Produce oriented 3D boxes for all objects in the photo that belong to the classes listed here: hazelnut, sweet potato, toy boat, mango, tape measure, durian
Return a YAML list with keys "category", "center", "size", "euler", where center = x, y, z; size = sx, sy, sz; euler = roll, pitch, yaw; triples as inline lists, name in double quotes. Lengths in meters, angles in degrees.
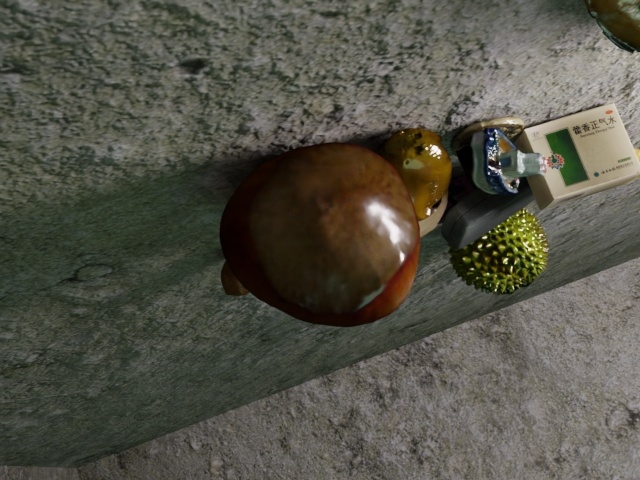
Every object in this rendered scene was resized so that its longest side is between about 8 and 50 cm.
- category: "hazelnut"
  center: [0.003, -0.003, 1.526]
  size: [0.365, 0.366, 0.366]
  euler: [-18, 162, -6]
- category: "sweet potato"
  center: [-0.112, 0.023, 1.854]
  size: [0.291, 0.097, 0.097]
  euler: [-36, 156, 27]
- category: "toy boat"
  center: [0.361, -0.156, 1.685]
  size: [0.115, 0.114, 0.262]
  euler: [-11, 162, 36]
- category: "mango"
  center: [0.170, -0.125, 1.633]
  size: [0.151, 0.156, 0.249]
  euler: [15, 165, 12]
- category: "tape measure"
  center: [0.293, -0.094, 1.971]
  size: [0.125, 0.074, 0.118]
  euler: [-12, 156, -37]
- category: "durian"
  center: [0.459, 0.017, 2.260]
  size: [0.291, 0.225, 0.291]
  euler: [-20, -162, 7]

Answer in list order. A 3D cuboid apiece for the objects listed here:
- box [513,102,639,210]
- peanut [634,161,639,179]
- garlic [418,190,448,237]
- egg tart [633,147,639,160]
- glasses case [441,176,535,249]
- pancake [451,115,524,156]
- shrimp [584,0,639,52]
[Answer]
- category: "box"
  center: [0.542, -0.179, 1.828]
  size: [0.211, 0.168, 0.095]
  euler: [-17, 166, -8]
- category: "peanut"
  center: [0.814, -0.192, 2.230]
  size: [0.187, 0.082, 0.082]
  euler: [-18, 162, -10]
- category: "garlic"
  center: [0.158, -0.067, 1.853]
  size: [0.244, 0.145, 0.164]
  euler: [-23, -167, 17]
- category: "egg tart"
  center: [0.676, -0.190, 2.089]
  size: [0.191, 0.074, 0.191]
  euler: [-17, 162, -6]
- category: "glasses case"
  center: [0.414, -0.101, 1.937]
  size: [0.323, 0.074, 0.131]
  euler: [-33, 158, -17]
- category: "pancake"
  center: [0.337, -0.213, 1.745]
  size: [0.158, 0.028, 0.158]
  euler: [-16, 164, -5]
- category: "shrimp"
  center: [0.590, -0.370, 1.225]
  size: [0.444, 0.085, 0.272]
  euler: [2, 137, -5]
